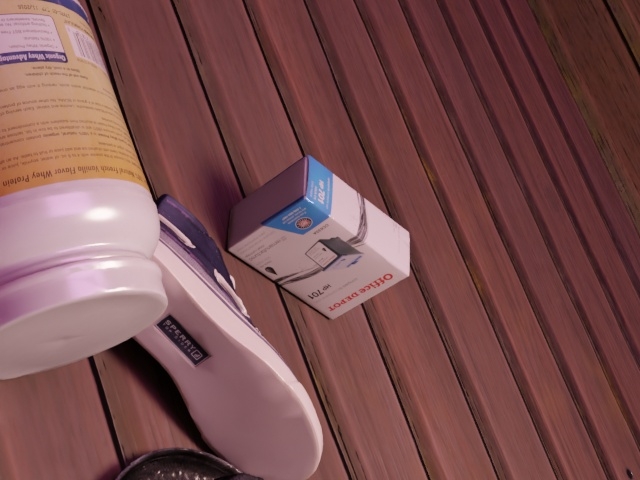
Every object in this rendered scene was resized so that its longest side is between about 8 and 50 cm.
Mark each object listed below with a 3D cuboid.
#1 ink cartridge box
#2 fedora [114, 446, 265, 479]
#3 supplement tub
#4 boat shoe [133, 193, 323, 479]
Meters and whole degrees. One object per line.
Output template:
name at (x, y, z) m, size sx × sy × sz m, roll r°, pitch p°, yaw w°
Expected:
ink cartridge box at (0.000, 0.000, 1.388) m, size 0.191 × 0.139 × 0.082 m, roll 37°, pitch 37°, yaw -30°
fedora at (-0.053, 0.329, 1.031) m, size 0.334 × 0.152 × 0.334 m, roll 34°, pitch 39°, yaw -33°
supplement tub at (-0.276, -0.056, 0.982) m, size 0.228 × 0.228 × 0.316 m, roll 0°, pitch 63°, yaw -53°
boat shoe at (-0.106, 0.097, 1.186) m, size 0.340 × 0.127 × 0.158 m, roll 54°, pitch 20°, yaw -17°
